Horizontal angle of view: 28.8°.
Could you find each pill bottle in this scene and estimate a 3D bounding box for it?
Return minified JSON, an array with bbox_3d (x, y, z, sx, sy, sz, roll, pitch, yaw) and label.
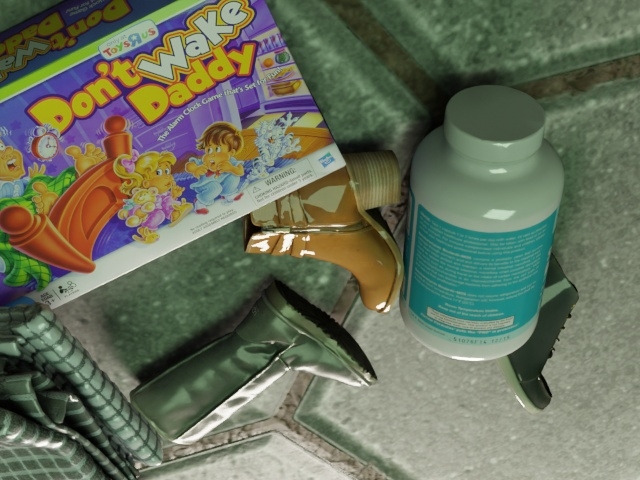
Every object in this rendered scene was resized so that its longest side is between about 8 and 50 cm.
[{"bbox_3d":[0.156,-0.018,1.216,0.146,0.146,0.264,-10,134,-13],"label":"pill bottle"}]

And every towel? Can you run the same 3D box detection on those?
[{"bbox_3d":[-0.318,0.180,1.159,0.284,0.121,0.235,-5,138,25],"label":"towel"}]

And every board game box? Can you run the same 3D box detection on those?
[{"bbox_3d":[-0.181,-0.088,1.068,0.347,0.078,0.233,-26,135,3],"label":"board game box"}]

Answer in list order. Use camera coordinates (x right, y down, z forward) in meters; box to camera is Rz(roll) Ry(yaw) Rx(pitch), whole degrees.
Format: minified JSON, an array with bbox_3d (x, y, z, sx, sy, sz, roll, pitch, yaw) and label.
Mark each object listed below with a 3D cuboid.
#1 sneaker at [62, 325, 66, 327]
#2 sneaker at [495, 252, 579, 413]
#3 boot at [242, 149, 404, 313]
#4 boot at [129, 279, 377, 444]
[{"bbox_3d":[-0.287,0.146,1.259,0.082,0.069,0.209,8,141,10],"label":"sneaker"},{"bbox_3d":[0.250,0.108,1.412,0.118,0.083,0.222,-29,133,5],"label":"sneaker"},{"bbox_3d":[0.000,0.000,1.229,0.152,0.073,0.197,-11,125,-10],"label":"boot"},{"bbox_3d":[-0.069,0.154,1.335,0.208,0.076,0.190,-45,117,11],"label":"boot"}]
